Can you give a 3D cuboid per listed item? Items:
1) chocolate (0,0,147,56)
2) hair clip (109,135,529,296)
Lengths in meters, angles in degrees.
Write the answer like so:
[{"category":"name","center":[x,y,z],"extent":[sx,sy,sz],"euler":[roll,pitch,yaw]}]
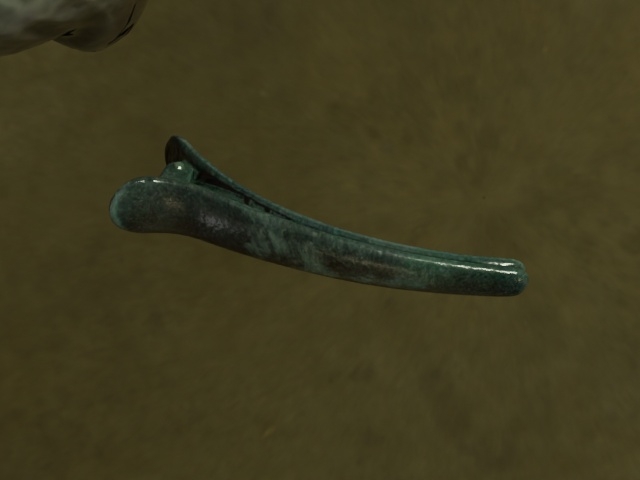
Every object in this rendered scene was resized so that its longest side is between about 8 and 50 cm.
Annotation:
[{"category":"chocolate","center":[-0.103,-0.079,0.372],"extent":[0.072,0.167,0.072],"euler":[-6,82,49]},{"category":"hair clip","center":[0.000,0.000,0.949],"extent":[0.229,0.070,0.039],"euler":[19,129,18]}]
